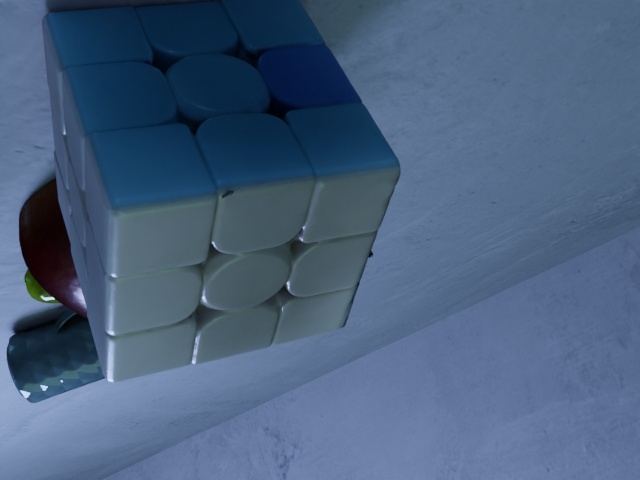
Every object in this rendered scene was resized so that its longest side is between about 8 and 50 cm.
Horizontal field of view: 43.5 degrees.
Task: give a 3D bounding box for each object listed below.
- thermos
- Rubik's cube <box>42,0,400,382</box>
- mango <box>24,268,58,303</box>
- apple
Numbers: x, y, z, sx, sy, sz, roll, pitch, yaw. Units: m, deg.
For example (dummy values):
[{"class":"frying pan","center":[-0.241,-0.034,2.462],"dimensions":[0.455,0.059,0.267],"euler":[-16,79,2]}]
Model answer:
[{"class":"thermos","center":[-0.471,0.201,1.601],"dimensions":[0.286,0.145,0.182],"euler":[-20,128,-5]},{"class":"Rubik's cube","center":[-0.124,-0.062,0.884],"dimensions":[0.291,0.290,0.291],"euler":[-11,143,-22]},{"class":"mango","center":[-0.414,0.064,1.357],"dimensions":[0.165,0.074,0.091],"euler":[-8,157,-28]},{"class":"apple","center":[-0.247,-0.020,1.231],"dimensions":[0.364,0.295,0.329],"euler":[-25,-162,19]}]
